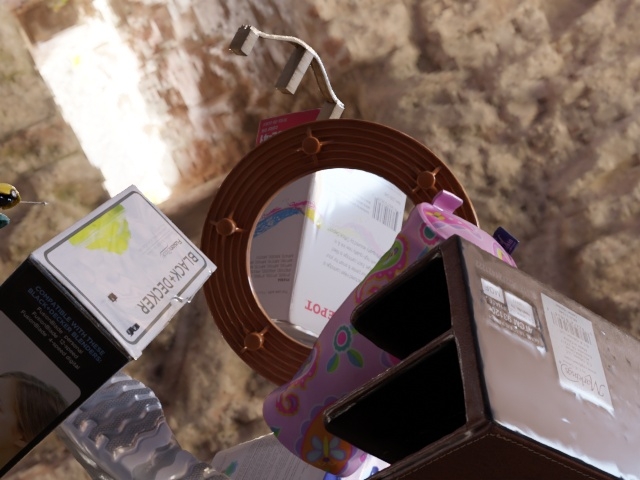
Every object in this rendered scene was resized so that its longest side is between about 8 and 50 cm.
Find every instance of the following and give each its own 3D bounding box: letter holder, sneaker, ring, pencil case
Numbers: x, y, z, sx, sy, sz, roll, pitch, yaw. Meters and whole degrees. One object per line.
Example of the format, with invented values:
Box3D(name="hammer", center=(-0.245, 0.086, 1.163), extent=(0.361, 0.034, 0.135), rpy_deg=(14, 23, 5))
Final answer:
Box3D(name="letter holder", center=(0.140, 0.163, 0.768), extent=(0.214, 0.302, 0.152), rpy_deg=(-39, -141, 34))
Box3D(name="sneaker", center=(-0.184, 0.231, 0.972), extent=(0.105, 0.281, 0.115), rpy_deg=(-14, 136, -47))
Box3D(name="ring", center=(0.023, 0.025, 1.184), extent=(0.337, 0.336, 0.032), rpy_deg=(-24, 180, 6))
Box3D(name="pencil case", center=(0.065, 0.093, 0.963), extent=(0.284, 0.124, 0.124), rpy_deg=(-54, 180, 20))

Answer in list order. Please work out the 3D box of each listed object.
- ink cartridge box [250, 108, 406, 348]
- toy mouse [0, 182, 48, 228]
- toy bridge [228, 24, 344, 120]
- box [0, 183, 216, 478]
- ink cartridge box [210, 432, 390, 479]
Box3D(name="ink cartridge box", center=(0.000, 0.000, 1.429), extent=(0.131, 0.306, 0.226), rpy_deg=(-1, 159, 38))
Box3D(name="toy mouse", center=(-0.497, -0.042, 1.432), extent=(0.143, 0.031, 0.161), rpy_deg=(-34, 154, 25))
Box3D(name="toy bridge", center=(-0.031, -0.209, 1.237), extent=(0.026, 0.188, 0.063), rpy_deg=(16, -103, 47))
Box3D(name="box", center=(-0.218, 0.101, 0.692), extent=(0.290, 0.087, 0.169), rpy_deg=(-41, -174, 21))
Box3D(name="ink cartridge box", center=(-0.036, 0.398, 1.404), extent=(0.395, 0.151, 0.270), rpy_deg=(-30, -157, 43))
